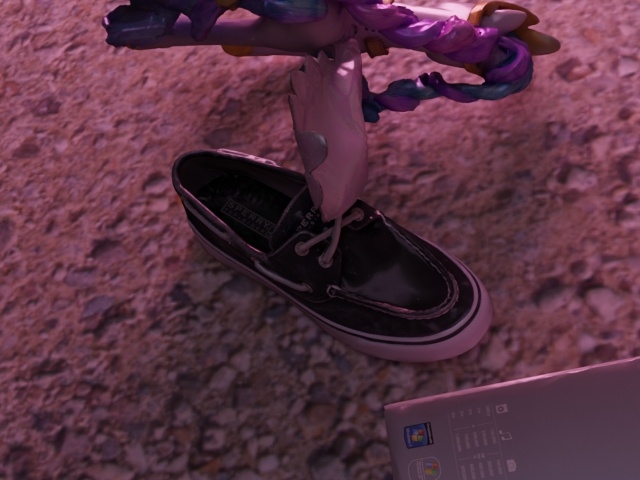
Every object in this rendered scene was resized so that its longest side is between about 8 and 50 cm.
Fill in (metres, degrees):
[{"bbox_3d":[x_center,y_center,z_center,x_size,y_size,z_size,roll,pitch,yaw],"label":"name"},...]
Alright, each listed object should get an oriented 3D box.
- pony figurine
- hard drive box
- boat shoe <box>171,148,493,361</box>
[{"bbox_3d":[-0.007,-0.195,0.882,0.363,0.351,0.303,14,103,21],"label":"pony figurine"},{"bbox_3d":[0.174,0.155,0.684,0.232,0.181,0.089,-14,57,10],"label":"hard drive box"},{"bbox_3d":[0.000,0.000,0.878,0.301,0.102,0.108,28,72,30],"label":"boat shoe"}]
